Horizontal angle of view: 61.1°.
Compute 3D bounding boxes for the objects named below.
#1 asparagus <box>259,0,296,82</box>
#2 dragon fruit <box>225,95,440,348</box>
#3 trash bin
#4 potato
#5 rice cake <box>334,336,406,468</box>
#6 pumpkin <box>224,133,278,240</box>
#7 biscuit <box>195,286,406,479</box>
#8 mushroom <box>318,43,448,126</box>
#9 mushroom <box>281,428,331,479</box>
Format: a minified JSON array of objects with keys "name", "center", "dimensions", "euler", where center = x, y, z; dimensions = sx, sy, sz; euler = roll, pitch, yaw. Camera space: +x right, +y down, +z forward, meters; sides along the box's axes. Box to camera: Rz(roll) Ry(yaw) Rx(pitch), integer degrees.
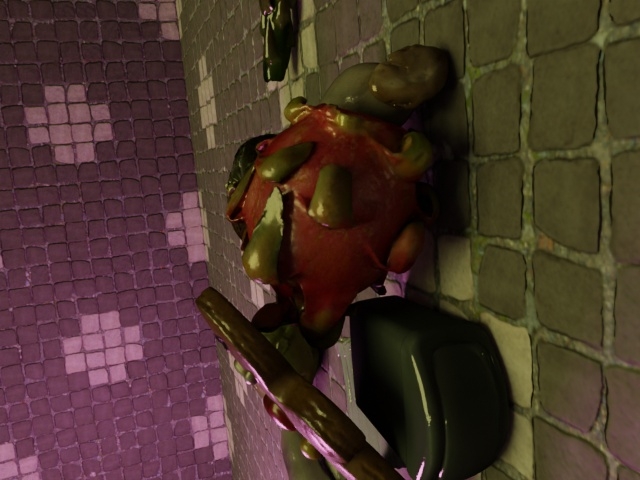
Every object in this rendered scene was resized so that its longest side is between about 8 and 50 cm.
[{"name":"asparagus","center":[-0.076,-0.434,0.976],"dimensions":[0.080,0.080,0.287],"euler":[-122,28,-49]},{"name":"dragon fruit","center":[0.010,-0.014,0.647],"dimensions":[0.227,0.243,0.307],"euler":[29,155,16]},{"name":"trash bin","center":[0.116,0.169,0.646],"dimensions":[0.236,0.101,0.177],"euler":[-160,62,-70]},{"name":"potato","center":[-0.084,0.240,1.149],"dimensions":[0.186,0.148,0.253],"euler":[-132,39,-54]},{"name":"rice cake","center":[0.077,0.250,0.868],"dimensions":[0.189,0.037,0.198],"euler":[154,106,-69]},{"name":"pumpkin","center":[-0.103,-0.088,1.055],"dimensions":[0.238,0.159,0.238],"euler":[176,90,-73]},{"name":"biscuit","center":[-0.010,0.231,0.677],"dimensions":[0.432,0.064,0.283],"euler":[48,165,-11]},{"name":"mushroom","center":[0.065,-0.174,0.651],"dimensions":[0.212,0.097,0.088],"euler":[-170,86,-70]},{"name":"mushroom","center":[-0.025,0.524,1.178],"dimensions":[0.351,0.097,0.109],"euler":[-122,31,-53]}]
